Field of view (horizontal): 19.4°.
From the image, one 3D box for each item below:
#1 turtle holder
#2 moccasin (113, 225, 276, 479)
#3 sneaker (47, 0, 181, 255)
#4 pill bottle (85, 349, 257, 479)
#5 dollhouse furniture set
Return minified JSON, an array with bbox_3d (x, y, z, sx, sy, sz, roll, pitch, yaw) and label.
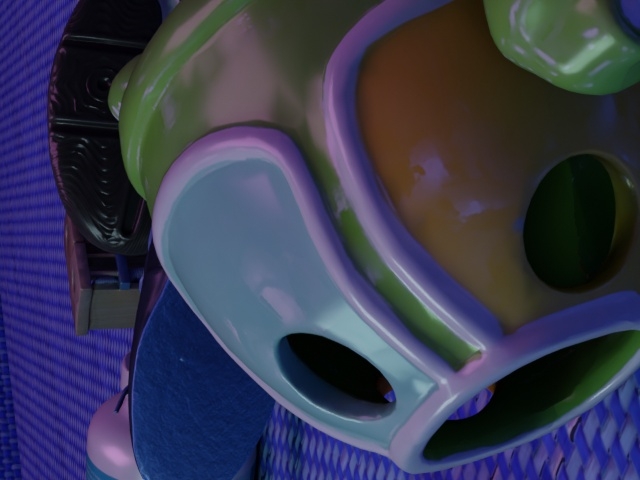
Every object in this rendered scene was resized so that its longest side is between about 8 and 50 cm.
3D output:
[{"bbox_3d":[0.064,-0.047,0.790,0.320,0.243,0.227,-41,63,37],"label":"turtle holder"},{"bbox_3d":[-0.078,0.036,1.497,0.117,0.137,0.342,167,116,-79],"label":"moccasin"},{"bbox_3d":[-0.150,-0.193,1.703,0.257,0.169,0.448,125,150,-79],"label":"sneaker"},{"bbox_3d":[-0.131,0.225,1.615,0.146,0.146,0.264,-124,35,-63],"label":"pill bottle"},{"bbox_3d":[-0.165,-0.022,1.752,0.184,0.129,0.129,102,160,-44],"label":"dollhouse furniture set"}]
